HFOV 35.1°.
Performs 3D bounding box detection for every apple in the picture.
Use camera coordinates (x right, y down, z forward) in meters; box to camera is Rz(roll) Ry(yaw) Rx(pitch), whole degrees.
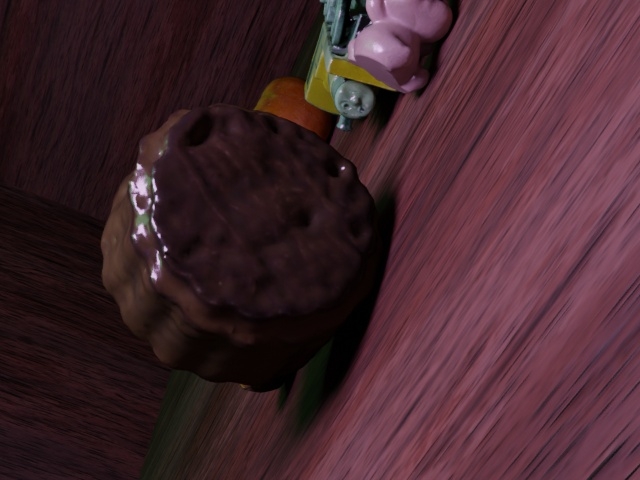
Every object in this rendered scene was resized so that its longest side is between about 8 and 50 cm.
[{"bbox_3d":[-0.068,-0.210,2.017,0.235,0.173,0.210,-60,4,-5],"label":"apple"}]

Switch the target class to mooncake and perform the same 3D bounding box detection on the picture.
[{"bbox_3d":[-0.087,-0.001,1.193,0.187,0.324,0.324,-49,21,55],"label":"mooncake"}]

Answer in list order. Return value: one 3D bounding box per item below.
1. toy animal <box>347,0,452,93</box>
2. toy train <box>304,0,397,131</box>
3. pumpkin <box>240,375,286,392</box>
[{"bbox_3d":[0.123,-0.307,1.323,0.212,0.124,0.124,-63,8,-8],"label":"toy animal"},{"bbox_3d":[0.058,-0.286,1.564,0.369,0.150,0.237,-93,18,-69],"label":"toy train"},{"bbox_3d":[-0.077,0.104,1.540,0.258,0.095,0.290,130,151,-71],"label":"pumpkin"}]
